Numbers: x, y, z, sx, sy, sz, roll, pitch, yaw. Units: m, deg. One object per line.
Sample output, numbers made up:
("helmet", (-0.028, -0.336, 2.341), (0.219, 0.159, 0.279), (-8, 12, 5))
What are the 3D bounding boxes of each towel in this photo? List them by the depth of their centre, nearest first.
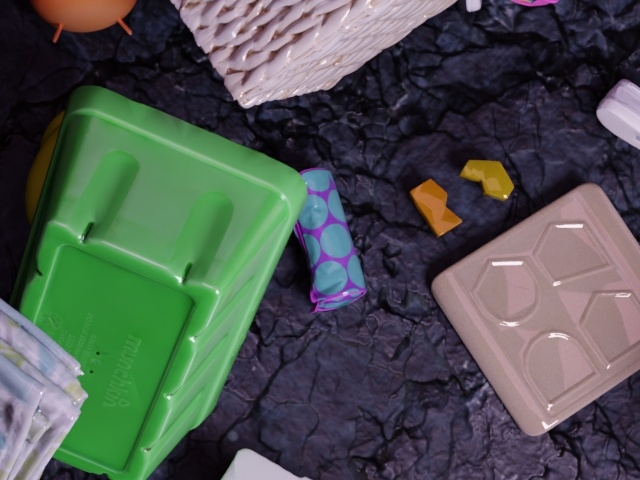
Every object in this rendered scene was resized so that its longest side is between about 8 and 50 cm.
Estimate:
("towel", (-0.417, 0.135, 1.378), (0.374, 0.320, 0.090), (37, 38, 7))

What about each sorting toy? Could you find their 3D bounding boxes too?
("sorting toy", (0.244, 0.037, 1.645), (0.229, 0.041, 0.307), (-32, 84, -9))

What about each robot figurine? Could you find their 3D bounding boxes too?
("robot figurine", (-0.271, -0.325, 1.599), (0.128, 0.158, 0.219), (-17, 78, 29))

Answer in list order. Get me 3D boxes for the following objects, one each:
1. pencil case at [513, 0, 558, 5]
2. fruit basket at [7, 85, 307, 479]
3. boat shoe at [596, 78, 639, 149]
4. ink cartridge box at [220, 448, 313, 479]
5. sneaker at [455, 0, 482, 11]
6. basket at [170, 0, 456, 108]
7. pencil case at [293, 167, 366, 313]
("pencil case", (0.284, -0.388, 1.706), (0.104, 0.104, 0.236), (28, 77, -2))
("fruit basket", (-0.189, 0.005, 1.472), (0.283, 0.392, 0.392), (23, 76, -3))
("boat shoe", (0.411, -0.122, 1.691), (0.184, 0.066, 0.063), (33, 77, 10))
("ink cartridge box", (0.024, 0.384, 1.463), (0.353, 0.119, 0.207), (28, 75, 21))
("sneaker", (0.114, -0.364, 1.697), (0.121, 0.079, 0.216), (-12, 90, 10))
("basket", (0.017, -0.338, 1.491), (0.331, 0.328, 0.266), (-33, 88, 20))
("pencil case", (0.000, 0.000, 1.601), (0.070, 0.064, 0.151), (-14, 80, -27))
